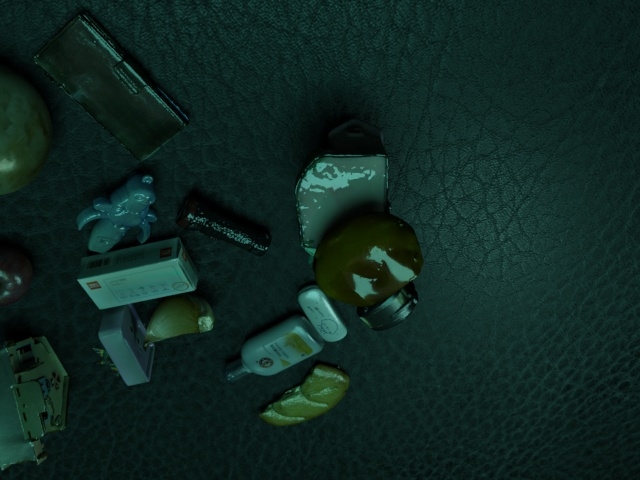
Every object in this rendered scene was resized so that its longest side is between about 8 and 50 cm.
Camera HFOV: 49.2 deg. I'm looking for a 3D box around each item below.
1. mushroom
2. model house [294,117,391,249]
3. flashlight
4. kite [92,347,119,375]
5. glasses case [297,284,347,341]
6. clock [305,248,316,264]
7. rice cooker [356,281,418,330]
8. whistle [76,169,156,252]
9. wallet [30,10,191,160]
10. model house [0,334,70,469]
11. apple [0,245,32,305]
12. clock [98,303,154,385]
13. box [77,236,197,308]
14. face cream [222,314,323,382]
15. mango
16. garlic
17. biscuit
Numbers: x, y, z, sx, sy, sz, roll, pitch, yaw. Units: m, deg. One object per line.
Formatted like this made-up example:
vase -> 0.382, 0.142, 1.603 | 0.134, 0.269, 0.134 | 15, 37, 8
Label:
mushroom -> -0.730, -0.224, 1.467 | 0.290, 0.292, 0.292 | -7, 132, 42
model house -> 0.046, -0.132, 1.546 | 0.202, 0.237, 0.237 | -5, 120, 2
flashlight -> -0.231, -0.028, 1.694 | 0.232, 0.093, 0.093 | 27, 119, -23
kite -> -0.592, 0.340, 1.977 | 0.090, 0.004, 0.122 | -17, 123, 8
glasses case -> 0.006, 0.197, 1.877 | 0.076, 0.049, 0.197 | -23, 122, 12
clock -> 0.000, 0.000, 1.747 | 0.101, 0.041, 0.135 | 1, 124, -3
rice cooker -> 0.173, 0.162, 1.825 | 0.106, 0.112, 0.165 | 38, 115, -18
whistle -> -0.470, -0.062, 1.654 | 0.180, 0.093, 0.269 | 13, 128, -42
wallet -> -0.445, -0.322, 1.506 | 0.169, 0.044, 0.317 | -33, 118, 23
model house -> -0.774, 0.414, 1.888 | 0.169, 0.244, 0.326 | -14, 91, 4
apple -> -0.789, 0.084, 1.724 | 0.153, 0.120, 0.153 | -3, 121, -6
clock -> -0.507, 0.263, 1.841 | 0.063, 0.150, 0.197 | -14, 124, 4
box -> -0.452, 0.085, 1.748 | 0.269, 0.079, 0.135 | -12, 138, 7
face cream -> -0.142, 0.310, 1.936 | 0.291, 0.071, 0.144 | -27, 121, 16
mango -> 0.086, 0.033, 1.433 | 0.236, 0.136, 0.166 | -37, 101, 23
garlic -> -0.365, 0.206, 1.836 | 0.206, 0.128, 0.115 | -23, 164, 20
biscuit -> -0.037, 0.471, 2.069 | 0.154, 0.045, 0.299 | 35, 117, -25
